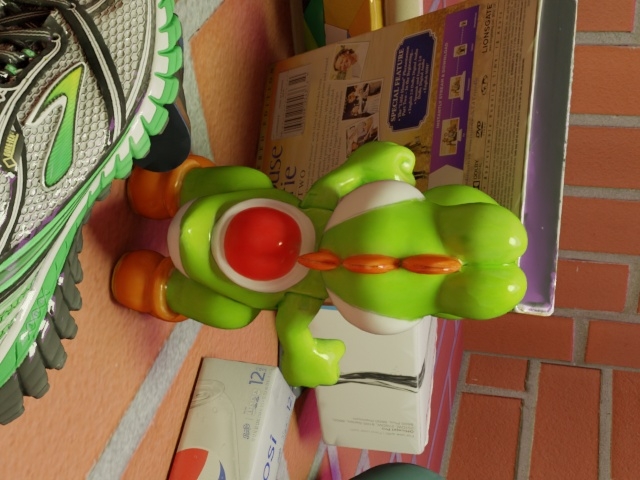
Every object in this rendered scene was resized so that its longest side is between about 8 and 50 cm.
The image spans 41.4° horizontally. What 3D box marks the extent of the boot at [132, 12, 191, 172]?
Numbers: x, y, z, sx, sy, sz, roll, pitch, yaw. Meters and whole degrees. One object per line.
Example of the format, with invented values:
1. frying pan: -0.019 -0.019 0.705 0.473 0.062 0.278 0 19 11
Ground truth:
1. boot: -0.159 -0.172 0.687 0.106 0.082 0.219 -101 179 -56

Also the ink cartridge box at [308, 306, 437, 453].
1. ink cartridge box: 0.086 0.084 1.263 0.285 0.166 0.395 -73 162 -49

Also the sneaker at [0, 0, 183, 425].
1. sneaker: -0.181 -0.069 0.488 0.146 0.134 0.343 59 39 -63

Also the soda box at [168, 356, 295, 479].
1. soda box: -0.108 0.276 0.905 0.098 0.091 0.286 69 30 -58

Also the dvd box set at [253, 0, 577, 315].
1. dvd box set: 0.069 -0.077 0.908 0.062 0.420 0.307 13 79 -39

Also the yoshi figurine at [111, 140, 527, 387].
1. yoshi figurine: 0.013 0.011 0.725 0.203 0.362 0.203 -55 137 -40

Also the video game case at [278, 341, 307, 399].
1. video game case: -0.010 0.119 1.322 0.274 0.026 0.196 -27 120 -70

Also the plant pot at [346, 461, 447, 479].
1. plant pot: 0.082 0.506 1.311 0.235 0.293 0.293 13 82 -59

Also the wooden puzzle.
1. wooden puzzle: 0.035 -0.249 1.066 0.044 0.239 0.221 -23 124 -30
